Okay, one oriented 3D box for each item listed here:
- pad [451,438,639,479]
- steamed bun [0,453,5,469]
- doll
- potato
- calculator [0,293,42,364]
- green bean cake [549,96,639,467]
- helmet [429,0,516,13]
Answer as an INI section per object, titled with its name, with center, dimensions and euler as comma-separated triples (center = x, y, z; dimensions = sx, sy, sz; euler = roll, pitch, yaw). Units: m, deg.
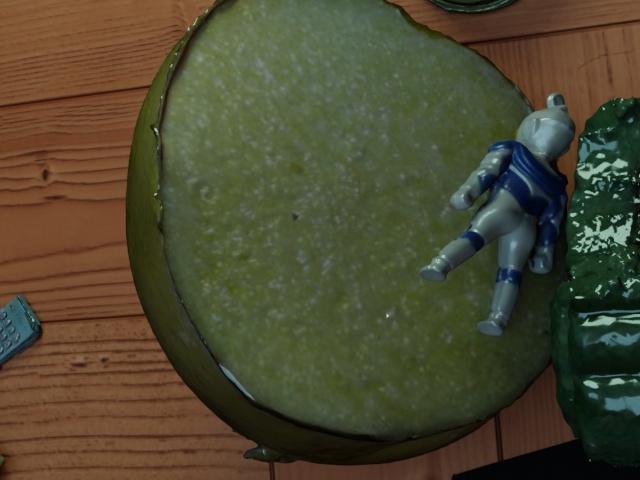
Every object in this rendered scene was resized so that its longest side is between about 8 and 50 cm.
[pad]
center = 0.235, 0.250, 1.366
dimensions = 0.246, 0.170, 0.006
euler = -20, 124, 19
[steamed bun]
center = -0.511, 0.274, 1.646
dimensions = 0.296, 0.137, 0.292
euler = -5, 91, 23
[doll]
center = 0.169, -0.033, 1.253
dimensions = 0.114, 0.057, 0.227
euler = 39, 66, -20
[potato]
center = 0.000, 0.000, 1.382
dimensions = 0.385, 0.319, 0.442
euler = -9, 78, -22
[calculator]
center = -0.391, 0.132, 1.665
dimensions = 0.172, 0.018, 0.057
euler = -38, 76, 19
[green bean cake]
center = 0.300, 0.026, 1.247
dimensions = 0.169, 0.300, 0.307
euler = -4, 89, 21
[helmet]
center = 0.135, -0.356, 1.395
dimensions = 0.204, 0.137, 0.257
euler = -1, 90, 21
